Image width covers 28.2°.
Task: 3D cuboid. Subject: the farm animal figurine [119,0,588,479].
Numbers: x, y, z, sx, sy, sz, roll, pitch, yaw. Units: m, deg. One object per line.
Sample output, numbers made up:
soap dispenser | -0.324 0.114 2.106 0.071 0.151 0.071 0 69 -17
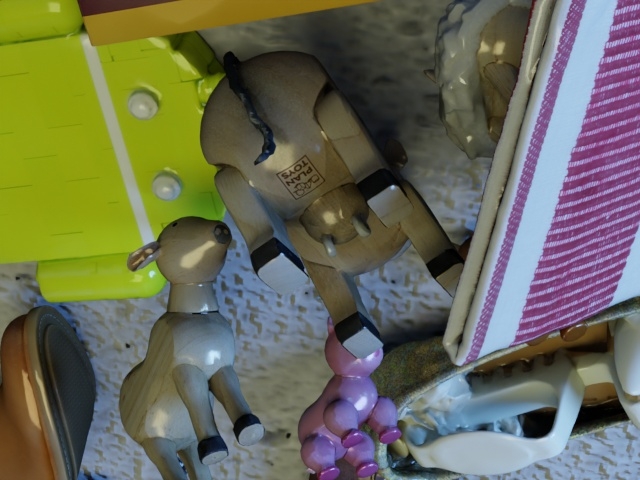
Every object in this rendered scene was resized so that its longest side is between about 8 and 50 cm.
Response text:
farm animal figurine | 0.000 0.000 0.794 0.330 0.172 0.326 -24 143 -5

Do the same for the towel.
towel | 0.209 -0.071 0.702 0.037 0.329 0.237 39 132 38

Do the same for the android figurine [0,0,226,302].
android figurine | -0.167 -0.067 0.875 0.273 0.056 0.248 -3 121 12

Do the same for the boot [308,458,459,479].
boot | -0.002 0.242 1.045 0.249 0.090 0.206 2 110 9

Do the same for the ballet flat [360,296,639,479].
ballet flat | 0.185 0.097 0.891 0.349 0.123 0.123 -18 118 18

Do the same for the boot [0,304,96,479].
boot | -0.290 0.164 1.012 0.220 0.109 0.283 3 134 3

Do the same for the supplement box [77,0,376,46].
supplement box | -0.053 -0.234 0.707 0.191 0.129 0.194 -7 121 13
